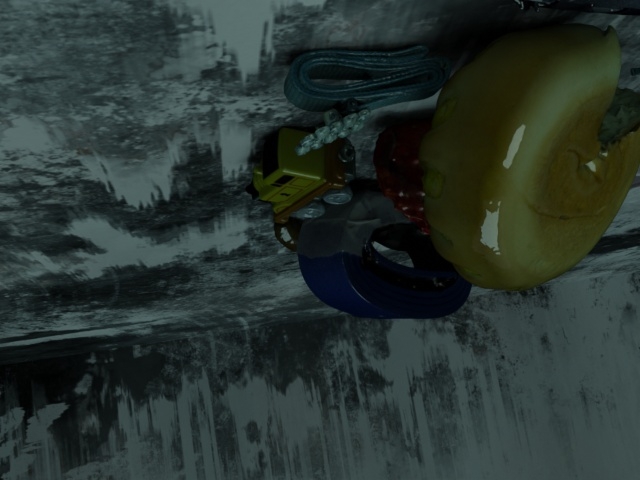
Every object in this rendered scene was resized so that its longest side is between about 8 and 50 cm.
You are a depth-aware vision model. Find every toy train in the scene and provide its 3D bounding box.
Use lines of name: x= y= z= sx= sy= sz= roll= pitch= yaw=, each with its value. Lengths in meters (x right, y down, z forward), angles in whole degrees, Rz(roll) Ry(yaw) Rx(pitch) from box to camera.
toy train: x=-0.032 y=-0.091 z=1.172 sx=0.127 sy=0.089 sz=0.219 roll=9 pitch=161 yaw=-27

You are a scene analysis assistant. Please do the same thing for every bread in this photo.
bread: x=0.230 y=-0.090 z=0.967 sx=0.160 sy=0.333 sz=0.333 roll=30 pitch=-163 yaw=39

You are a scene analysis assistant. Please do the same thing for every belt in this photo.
belt: x=0.122 y=0.030 z=1.487 sx=0.346 sy=0.213 sz=0.117 roll=15 pitch=167 yaw=-42
belt: x=0.054 y=-0.155 z=0.912 sx=0.179 sy=0.100 sz=0.065 roll=-10 pitch=172 yaw=-10

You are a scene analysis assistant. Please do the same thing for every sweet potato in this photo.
sweet potato: x=0.000 y=0.000 z=1.655 sx=0.075 sy=0.075 sz=0.273 roll=-19 pitch=160 yaw=40

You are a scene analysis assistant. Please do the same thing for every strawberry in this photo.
strawberry: x=0.184 y=-0.085 z=1.162 sx=0.244 sy=0.205 sz=0.205 roll=20 pitch=156 yaw=-22

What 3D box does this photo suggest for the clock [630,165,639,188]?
clock: x=0.435 y=-0.116 z=1.386 sx=0.196 sy=0.068 sz=0.197 roll=-6 pitch=174 yaw=-1

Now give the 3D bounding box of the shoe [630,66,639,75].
shoe: x=0.424 y=-0.221 z=0.976 sx=0.071 sy=0.064 sz=0.143 roll=8 pitch=161 yaw=-22

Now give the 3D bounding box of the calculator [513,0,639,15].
calculator: x=0.313 y=-0.258 z=0.795 sx=0.273 sy=0.028 sz=0.165 roll=-4 pitch=164 yaw=-30
